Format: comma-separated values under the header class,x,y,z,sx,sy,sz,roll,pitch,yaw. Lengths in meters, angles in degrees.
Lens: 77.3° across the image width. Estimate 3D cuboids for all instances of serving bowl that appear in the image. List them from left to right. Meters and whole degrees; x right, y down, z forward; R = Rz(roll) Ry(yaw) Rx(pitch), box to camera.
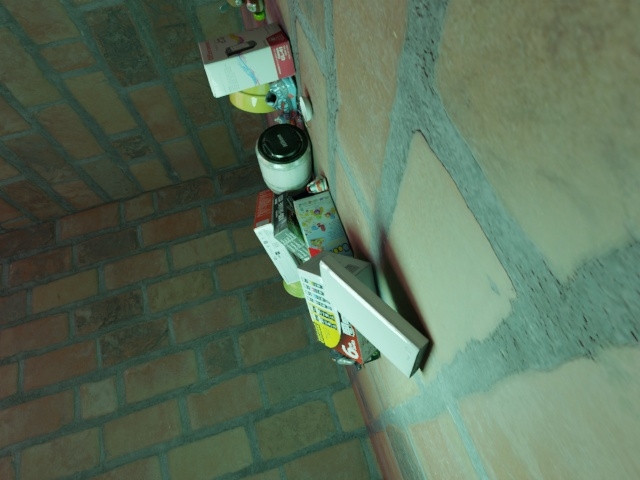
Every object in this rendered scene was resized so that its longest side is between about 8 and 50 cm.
class,x,y,z,sx,sy,sz,roll,pitch,yaw
serving bowl,-0.045,-0.449,1.359,0.083,0.027,0.083,163,90,-85

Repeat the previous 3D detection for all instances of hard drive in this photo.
class,x,y,z,sx,sy,sz,roll,pitch,yaw
hard drive,0.120,0.186,0.981,0.308,0.040,0.203,41,158,29

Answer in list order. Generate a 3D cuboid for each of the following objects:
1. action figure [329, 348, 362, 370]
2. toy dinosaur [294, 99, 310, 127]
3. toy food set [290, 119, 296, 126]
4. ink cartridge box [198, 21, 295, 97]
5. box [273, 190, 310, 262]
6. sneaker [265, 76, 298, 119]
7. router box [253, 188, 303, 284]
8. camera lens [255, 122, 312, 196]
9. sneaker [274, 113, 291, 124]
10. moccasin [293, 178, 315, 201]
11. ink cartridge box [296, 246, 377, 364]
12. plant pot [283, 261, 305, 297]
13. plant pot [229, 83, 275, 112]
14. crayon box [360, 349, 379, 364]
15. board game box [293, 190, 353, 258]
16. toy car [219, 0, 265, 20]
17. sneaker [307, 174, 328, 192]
class,x,y,z,sx,sy,sz,roll,pitch,yaw
action figure,0.095,0.509,2.099,0.330,0.179,0.341,93,159,-45
toy dinosaur,-0.068,-0.470,1.467,0.090,0.047,0.082,63,-156,-60
toy food set,-0.134,-0.564,1.880,0.083,0.020,0.082,134,119,-84
ink cartridge box,-0.269,-0.663,1.462,0.131,0.307,0.226,79,171,-47
box,-0.071,-0.030,1.694,0.307,0.077,0.242,40,-152,-36
sneaker,-0.162,-0.573,1.606,0.262,0.125,0.104,93,160,-72
router box,-0.178,-0.022,1.802,0.301,0.082,0.335,-95,-17,-54
camera lens,-0.146,-0.333,1.678,0.274,0.220,0.219,87,165,-66
sneaker,-0.165,-0.512,2.008,0.085,0.086,0.237,-145,37,-78
moccasin,-0.074,-0.176,1.910,0.117,0.138,0.341,171,101,-76
ink cartridge box,0.046,0.199,1.288,0.272,0.130,0.309,15,129,44
plant pot,-0.077,0.116,2.091,0.276,0.277,0.253,-114,12,-48
plant pot,-0.287,-0.750,1.822,0.238,0.254,0.253,103,154,-44
crayon box,0.132,0.286,1.550,0.318,0.081,0.202,-114,9,-45
board game box,0.010,-0.020,1.504,0.142,0.145,0.275,85,167,-66
toy car,-0.345,-1.027,1.700,0.155,0.189,0.148,94,158,-74
sneaker,-0.020,-0.215,1.549,0.161,0.076,0.057,-130,24,-74
